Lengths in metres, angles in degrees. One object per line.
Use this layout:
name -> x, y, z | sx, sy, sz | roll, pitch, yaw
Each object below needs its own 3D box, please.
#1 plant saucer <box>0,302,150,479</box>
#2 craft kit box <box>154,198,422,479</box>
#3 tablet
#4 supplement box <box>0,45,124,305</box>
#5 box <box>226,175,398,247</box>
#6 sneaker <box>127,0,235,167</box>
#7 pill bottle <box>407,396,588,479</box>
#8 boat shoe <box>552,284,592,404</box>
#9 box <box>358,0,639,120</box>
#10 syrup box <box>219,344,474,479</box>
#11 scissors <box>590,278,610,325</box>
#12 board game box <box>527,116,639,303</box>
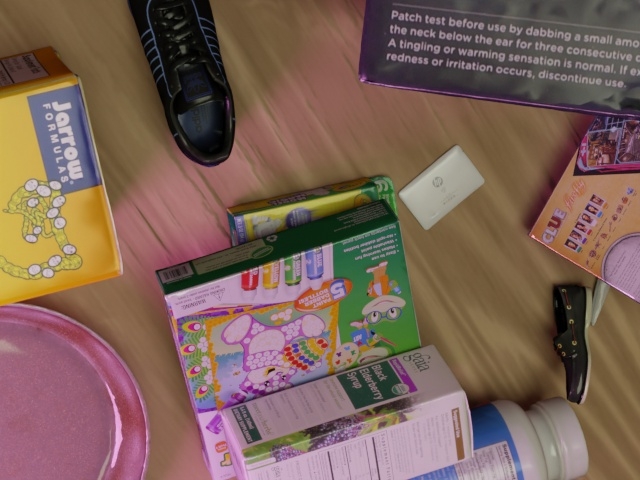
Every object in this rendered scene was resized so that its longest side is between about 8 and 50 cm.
plant saucer -> -0.329, 0.206, 1.726 | 0.310, 0.050, 0.311 | -4, 105, -13
craft kit box -> -0.023, 0.105, 1.747 | 0.249, 0.061, 0.247 | -18, 126, -9
tablet -> 0.128, -0.056, 1.803 | 0.083, 0.006, 0.054 | -40, 110, -3
supplement box -> -0.384, -0.036, 1.570 | 0.356, 0.194, 0.195 | -15, 107, -11
box -> 0.000, 0.000, 1.764 | 0.179, 0.043, 0.105 | -14, 109, -14
sneaker -> -0.130, -0.183, 1.655 | 0.081, 0.090, 0.232 | -20, 109, -9
pill bottle -> 0.168, 0.242, 1.829 | 0.221, 0.124, 0.124 | -16, 108, -12
boat shoe -> 0.271, 0.113, 1.844 | 0.042, 0.049, 0.133 | 4, 73, -9
box -> 0.217, -0.374, 1.462 | 0.297, 0.480, 0.472 | 9, 103, 5
syrup box -> 0.028, 0.196, 1.730 | 0.236, 0.093, 0.096 | -17, 123, -10
scissors -> 0.346, -0.051, 1.854 | 0.109, 0.021, 0.297 | -4, 104, -15
board game box -> 0.347, -0.068, 1.778 | 0.165, 0.042, 0.243 | 33, 104, 17
